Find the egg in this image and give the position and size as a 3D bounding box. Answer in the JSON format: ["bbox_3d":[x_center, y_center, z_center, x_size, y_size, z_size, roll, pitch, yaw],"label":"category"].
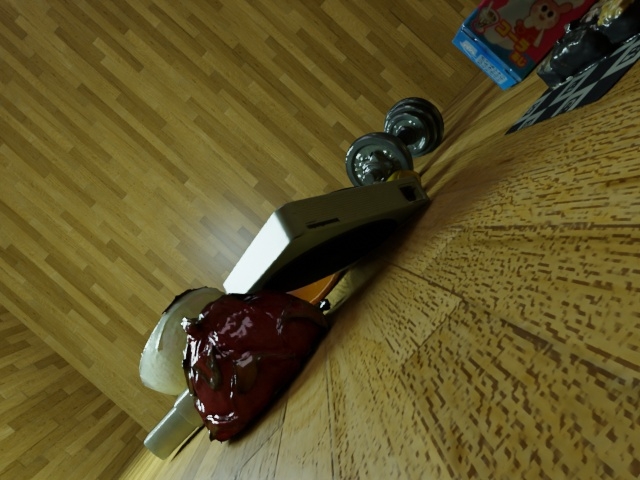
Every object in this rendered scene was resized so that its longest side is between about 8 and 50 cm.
[{"bbox_3d":[-0.315,0.300,1.164,0.337,0.201,0.336,-54,-21,-32],"label":"egg"}]

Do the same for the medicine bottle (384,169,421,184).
[{"bbox_3d":[0.101,-0.045,0.860,0.095,0.064,0.260,-47,1,-42],"label":"medicine bottle"}]

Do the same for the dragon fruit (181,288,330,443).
[{"bbox_3d":[-0.111,0.137,0.583,0.223,0.148,0.218,-47,1,7],"label":"dragon fruit"}]

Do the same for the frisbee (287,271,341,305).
[{"bbox_3d":[-0.017,0.084,0.892,0.192,0.035,0.192,-37,26,21],"label":"frisbee"}]

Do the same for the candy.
[{"bbox_3d":[0.421,-0.461,0.809,0.305,0.157,0.100,-48,1,10],"label":"candy"}]

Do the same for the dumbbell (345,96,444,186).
[{"bbox_3d":[0.206,-0.251,1.135,0.179,0.179,0.406,-46,3,45],"label":"dumbbell"}]

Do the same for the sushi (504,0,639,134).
[{"bbox_3d":[0.277,-0.210,0.441,0.192,0.050,0.215,-48,1,6],"label":"sushi"}]

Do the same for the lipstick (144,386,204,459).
[{"bbox_3d":[-0.254,0.337,0.863,0.252,0.077,0.079,-49,1,15],"label":"lipstick"}]

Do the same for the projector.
[{"bbox_3d":[0.000,0.000,0.658,0.257,0.079,0.259,-16,-19,-36],"label":"projector"}]
